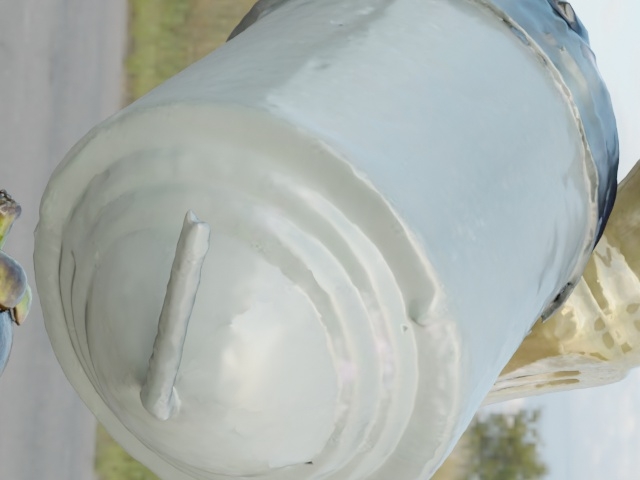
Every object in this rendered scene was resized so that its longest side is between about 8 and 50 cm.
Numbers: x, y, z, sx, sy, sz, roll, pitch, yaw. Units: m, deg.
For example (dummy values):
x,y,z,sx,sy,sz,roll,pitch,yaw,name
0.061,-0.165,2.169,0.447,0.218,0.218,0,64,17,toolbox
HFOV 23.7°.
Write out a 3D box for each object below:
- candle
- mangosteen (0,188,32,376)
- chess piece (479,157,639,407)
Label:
x,y,z,sx,sy,sz,roll,pitch,yaw,name
0.000,0.000,0.713,0.342,0.221,0.221,-44,142,-51,candle
-0.339,0.049,1.357,0.192,0.217,0.192,48,1,-1,mangosteen
0.142,0.044,0.943,0.137,0.301,0.137,58,13,-22,chess piece
